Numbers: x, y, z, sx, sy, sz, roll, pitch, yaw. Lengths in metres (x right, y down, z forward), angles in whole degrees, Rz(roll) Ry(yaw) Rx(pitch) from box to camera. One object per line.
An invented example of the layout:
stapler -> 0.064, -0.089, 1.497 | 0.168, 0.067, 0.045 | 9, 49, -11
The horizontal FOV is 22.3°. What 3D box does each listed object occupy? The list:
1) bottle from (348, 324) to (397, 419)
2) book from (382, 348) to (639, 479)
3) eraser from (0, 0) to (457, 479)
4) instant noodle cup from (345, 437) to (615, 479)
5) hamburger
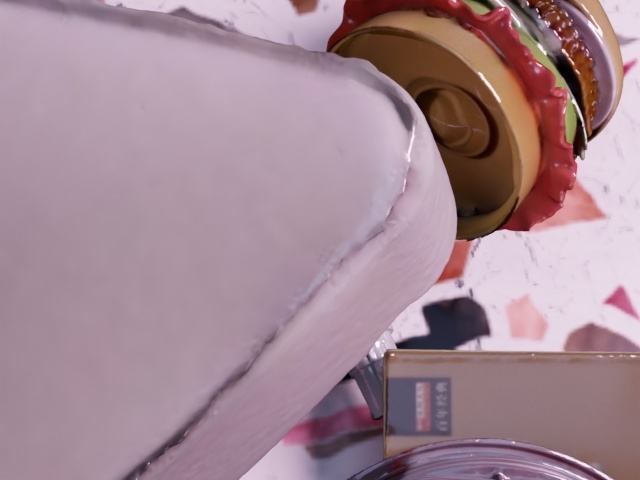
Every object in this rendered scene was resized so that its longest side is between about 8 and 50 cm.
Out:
bottle -> 0.000, 0.000, 0.931 | 0.060, 0.060, 0.217 | -22, 73, -13
book -> 0.187, 0.168, 0.881 | 0.310, 0.021, 0.217 | 1, 84, -5
eraser -> -0.081, 0.006, 0.839 | 0.331, 0.150, 0.331 | -3, 75, 12
instant noodle cup -> 0.092, 0.223, 0.763 | 0.302, 0.181, 0.258 | -23, 86, -7
hamburger -> 0.092, -0.092, 0.927 | 0.175, 0.175, 0.137 | 41, 55, 10
